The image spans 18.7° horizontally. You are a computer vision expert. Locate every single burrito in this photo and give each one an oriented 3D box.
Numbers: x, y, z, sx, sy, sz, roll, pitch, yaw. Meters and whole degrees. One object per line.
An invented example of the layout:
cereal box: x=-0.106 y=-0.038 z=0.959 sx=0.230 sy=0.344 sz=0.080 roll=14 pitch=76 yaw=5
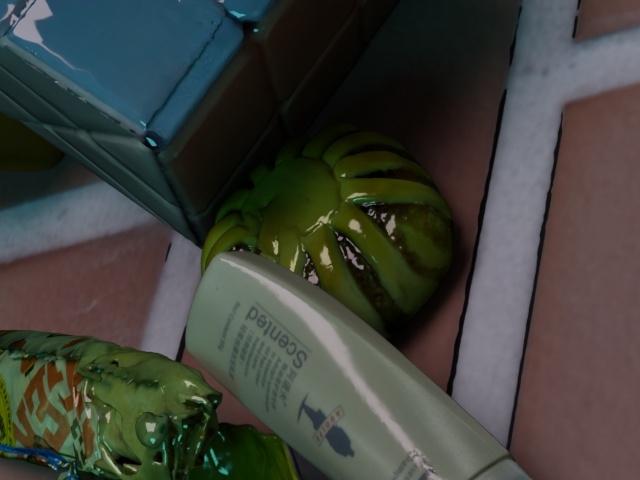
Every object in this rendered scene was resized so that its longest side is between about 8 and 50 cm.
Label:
burrito: x=-0.129 y=0.100 z=1.001 sx=0.288 sy=0.054 sz=0.104 roll=0 pitch=83 yaw=59

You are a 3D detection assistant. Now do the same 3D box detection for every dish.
dish: x=-0.027 y=0.139 z=0.905 sx=0.137 sy=0.039 sz=0.091 roll=14 pitch=68 yaw=52

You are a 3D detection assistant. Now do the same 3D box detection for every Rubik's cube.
Rubik's cube: x=-0.091 y=-0.163 z=1.013 sx=0.231 sy=0.221 sz=0.224 roll=35 pitch=82 yaw=10

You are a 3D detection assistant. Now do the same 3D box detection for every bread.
bread: x=0.000 y=0.000 z=0.978 sx=0.130 sy=0.071 sz=0.139 roll=-44 pitch=38 yaw=-2

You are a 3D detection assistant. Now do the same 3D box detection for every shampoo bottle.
shampoo bottle: x=0.019 y=0.079 z=0.861 sx=0.212 sy=0.049 sz=0.072 roll=38 pitch=117 yaw=38

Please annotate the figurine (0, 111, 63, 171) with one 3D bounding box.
figurine: x=-0.256 y=-0.119 z=1.237 sx=0.228 sy=0.215 sz=0.215 roll=31 pitch=82 yaw=42
